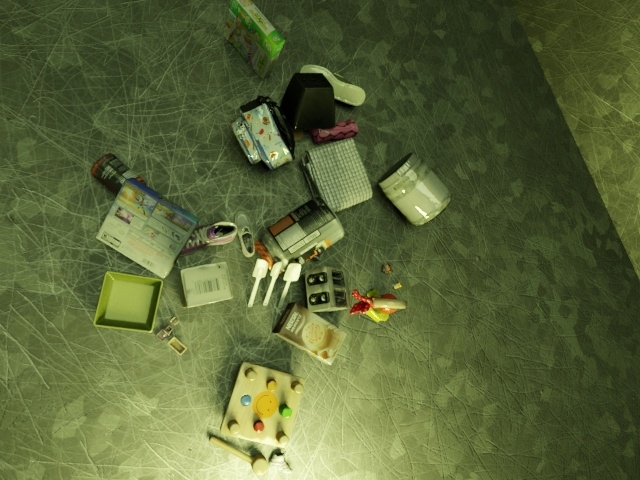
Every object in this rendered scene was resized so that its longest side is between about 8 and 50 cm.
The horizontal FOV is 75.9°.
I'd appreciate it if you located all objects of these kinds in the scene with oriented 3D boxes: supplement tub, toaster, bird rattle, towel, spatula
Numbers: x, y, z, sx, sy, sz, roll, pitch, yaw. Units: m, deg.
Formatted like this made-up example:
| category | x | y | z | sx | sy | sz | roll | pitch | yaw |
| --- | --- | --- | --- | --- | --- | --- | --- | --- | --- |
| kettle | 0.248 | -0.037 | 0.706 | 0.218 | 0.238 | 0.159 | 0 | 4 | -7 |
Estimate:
| category | x | y | z | sx | sy | sz | roll | pitch | yaw |
| --- | --- | --- | --- | --- | --- | --- | --- | --- | --- |
| supplement tub | -0.084 | -0.013 | 1.577 | 0.316 | 0.193 | 0.193 | -33 | 94 | -4 |
| toaster | 0.031 | 0.198 | 1.621 | 0.186 | 0.110 | 0.167 | 17 | 63 | -56 |
| supplement tub | -0.698 | -0.206 | 1.452 | 0.198 | 0.106 | 0.106 | 43 | 70 | -9 |
| bird rattle | 0.240 | 0.244 | 1.653 | 0.207 | 0.253 | 0.142 | -3 | 71 | 22 |
| towel | 0.063 | -0.268 | 1.741 | 0.235 | 0.121 | 0.283 | -22 | 91 | -20 |
| spatula | -0.179 | 0.170 | 1.540 | 0.169 | 0.241 | 0.019 | 6 | 35 | -21 |

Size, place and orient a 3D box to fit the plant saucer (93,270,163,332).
| category | x | y | z | sx | sy | sz | roll | pitch | yaw |
| --- | --- | --- | --- | --- | --- | --- | --- | --- | --- |
| plant saucer | -0.663 | 0.214 | 1.427 | 0.189 | 0.045 | 0.187 | 12 | 77 | -18 |

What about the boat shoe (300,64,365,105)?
| category | x | y | z | sx | sy | sz | roll | pitch | yaw |
| --- | --- | --- | --- | --- | --- | --- | --- | --- | --- |
| boat shoe | 0.050 | -0.686 | 1.817 | 0.305 | 0.091 | 0.109 | 19 | 112 | -14 |

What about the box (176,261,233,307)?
| category | x | y | z | sx | sy | sz | roll | pitch | yaw |
| --- | --- | --- | --- | --- | --- | --- | --- | --- | --- |
| box | -0.399 | 0.155 | 1.391 | 0.148 | 0.311 | 0.120 | -10 | 85 | -21 |

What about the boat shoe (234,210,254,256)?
| category | x | y | z | sx | sy | sz | roll | pitch | yaw |
| --- | --- | --- | --- | --- | --- | --- | --- | --- | --- |
| boat shoe | -0.292 | -0.028 | 1.595 | 0.066 | 0.063 | 0.183 | -5 | 83 | -21 |

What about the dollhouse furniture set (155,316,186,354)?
| category | x | y | z | sx | sy | sz | roll | pitch | yaw |
| --- | --- | --- | --- | --- | --- | --- | --- | --- | --- |
| dollhouse furniture set | -0.507 | 0.341 | 1.445 | 0.114 | 0.081 | 0.091 | 46 | 69 | -8 |

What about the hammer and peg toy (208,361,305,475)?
| category | x | y | z | sx | sy | sz | roll | pitch | yaw |
| --- | --- | --- | --- | --- | --- | --- | --- | --- | --- |
| hammer and peg toy | -0.226 | 0.643 | 1.474 | 0.266 | 0.127 | 0.360 | 22 | 74 | -16 |

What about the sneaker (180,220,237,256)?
| category | x | y | z | sx | sy | sz | roll | pitch | yaw |
| --- | --- | --- | --- | --- | --- | --- | --- | --- | --- |
| sneaker | -0.440 | -0.018 | 1.488 | 0.283 | 0.161 | 0.102 | -19 | 90 | -21 |

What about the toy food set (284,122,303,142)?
| category | x | y | z | sx | sy | sz | roll | pitch | yaw |
| --- | --- | --- | --- | --- | --- | --- | --- | --- | --- |
| toy food set | -0.114 | -0.464 | 1.756 | 0.083 | 0.020 | 0.082 | 35 | 71 | -12 |

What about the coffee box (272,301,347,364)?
| category | x | y | z | sx | sy | sz | roll | pitch | yaw |
| --- | --- | --- | --- | --- | --- | --- | --- | --- | --- |
| coffee box | -0.043 | 0.362 | 1.604 | 0.247 | 0.098 | 0.141 | 33 | 71 | -13 |

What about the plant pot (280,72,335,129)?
| category | x | y | z | sx | sy | sz | roll | pitch | yaw |
| --- | --- | --- | --- | --- | --- | --- | --- | --- | --- |
| plant pot | -0.043 | -0.581 | 1.684 | 0.188 | 0.166 | 0.187 | -10 | 50 | -21 |

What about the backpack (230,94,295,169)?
| category | x | y | z | sx | sy | sz | roll | pitch | yaw |
| --- | --- | --- | --- | --- | --- | --- | --- | --- | --- |
| backpack | -0.212 | -0.402 | 1.590 | 0.213 | 0.276 | 0.263 | -31 | 101 | 8 |

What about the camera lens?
| category | x | y | z | sx | sy | sz | roll | pitch | yaw |
| --- | --- | --- | --- | --- | --- | --- | --- | --- | --- |
| camera lens | 0.419 | -0.219 | 1.807 | 0.274 | 0.219 | 0.219 | 46 | 69 | -8 |

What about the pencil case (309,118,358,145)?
| category | x | y | z | sx | sy | sz | roll | pitch | yaw |
| --- | --- | --- | --- | --- | --- | --- | --- | --- | --- |
| pencil case | 0.062 | -0.475 | 1.782 | 0.210 | 0.098 | 0.095 | -17 | 88 | -23 |

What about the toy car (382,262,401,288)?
| category | x | y | z | sx | sy | sz | roll | pitch | yaw |
| --- | --- | --- | --- | --- | --- | --- | --- | --- | --- |
| toy car | 0.308 | 0.159 | 1.794 | 0.041 | 0.060 | 0.121 | -27 | 84 | 9 |

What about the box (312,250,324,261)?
| category | x | y | z | sx | sy | sz | roll | pitch | yaw |
| --- | --- | --- | --- | --- | --- | --- | --- | --- | --- |
| box | 0.000 | 0.000 | 1.704 | 0.059 | 0.054 | 0.168 | 30 | 72 | -14 |

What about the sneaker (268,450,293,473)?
| category | x | y | z | sx | sy | sz | roll | pitch | yaw |
| --- | --- | --- | --- | --- | --- | --- | --- | --- | --- |
| sneaker | -0.137 | 0.820 | 1.526 | 0.098 | 0.038 | 0.069 | 28 | 74 | -15 |

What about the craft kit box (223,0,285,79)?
| category | x | y | z | sx | sy | sz | roll | pitch | yaw |
| --- | --- | --- | --- | --- | --- | --- | --- | --- | --- |
| craft kit box | -0.270 | -0.807 | 1.633 | 0.246 | 0.250 | 0.061 | 45 | 69 | -7 |

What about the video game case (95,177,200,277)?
| category | x | y | z | sx | sy | sz | roll | pitch | yaw |
| --- | --- | --- | --- | --- | --- | --- | --- | --- | --- |
| video game case | -0.591 | -0.042 | 1.411 | 0.270 | 0.061 | 0.244 | 33 | 106 | -7 |
